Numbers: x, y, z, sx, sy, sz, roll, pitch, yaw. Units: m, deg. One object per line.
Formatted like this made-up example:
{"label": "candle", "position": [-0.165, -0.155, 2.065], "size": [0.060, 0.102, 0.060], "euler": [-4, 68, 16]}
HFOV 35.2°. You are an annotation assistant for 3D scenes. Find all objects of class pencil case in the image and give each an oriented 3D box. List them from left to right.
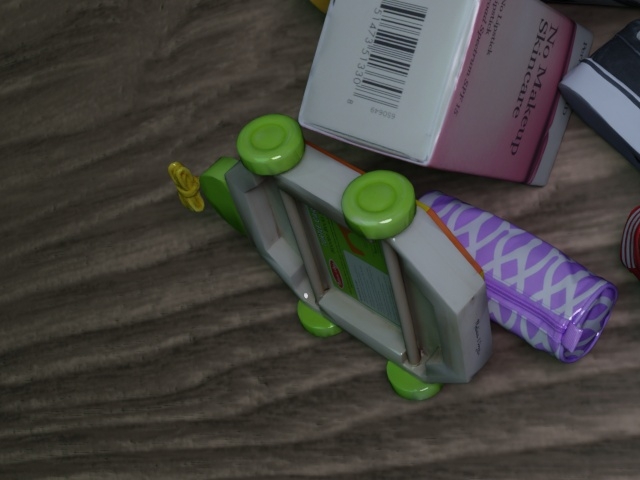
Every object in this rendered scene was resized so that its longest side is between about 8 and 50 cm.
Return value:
{"label": "pencil case", "position": [0.154, 0.028, 0.881], "size": [0.206, 0.088, 0.086], "euler": [29, 106, 31]}

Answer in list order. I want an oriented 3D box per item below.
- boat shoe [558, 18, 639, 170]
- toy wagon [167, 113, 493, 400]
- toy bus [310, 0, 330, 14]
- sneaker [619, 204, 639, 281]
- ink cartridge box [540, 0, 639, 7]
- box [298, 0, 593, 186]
{"label": "boat shoe", "position": [0.317, -0.058, 0.761], "size": [0.105, 0.113, 0.306], "euler": [-43, 52, 8]}
{"label": "toy wagon", "position": [0.000, 0.000, 0.905], "size": [0.344, 0.267, 0.068], "euler": [32, 65, 32]}
{"label": "toy bus", "position": [0.034, -0.358, 0.953], "size": [0.211, 0.149, 0.220], "euler": [-26, 71, 18]}
{"label": "sneaker", "position": [0.305, 0.063, 0.791], "size": [0.087, 0.128, 0.221], "euler": [-21, 107, 10]}
{"label": "ink cartridge box", "position": [0.200, -0.253, 0.775], "size": [0.273, 0.197, 0.114], "euler": [15, 98, 41]}
{"label": "box", "position": [0.111, -0.135, 0.827], "size": [0.127, 0.232, 0.148], "euler": [22, 101, 32]}
